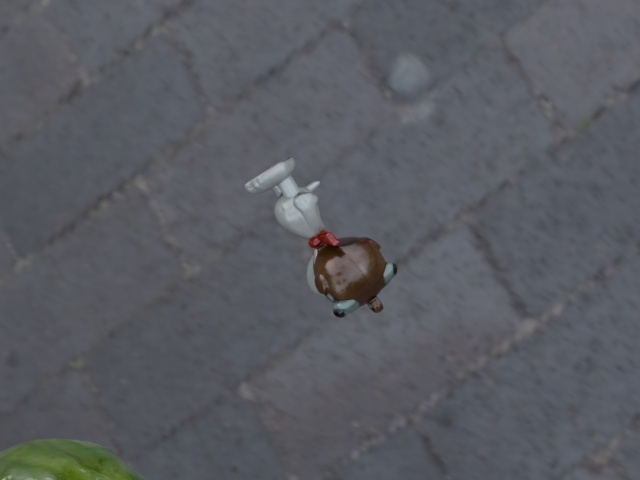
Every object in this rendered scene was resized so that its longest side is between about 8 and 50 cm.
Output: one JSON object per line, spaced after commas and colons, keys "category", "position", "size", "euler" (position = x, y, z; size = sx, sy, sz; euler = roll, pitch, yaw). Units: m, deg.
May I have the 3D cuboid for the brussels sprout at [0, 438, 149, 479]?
{"category": "brussels sprout", "position": [-0.132, 0.175, 1.040], "size": [0.155, 0.155, 0.117], "euler": [31, 75, 35]}

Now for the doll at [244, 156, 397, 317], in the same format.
{"category": "doll", "position": [0.001, -0.002, 0.945], "size": [0.040, 0.085, 0.058], "euler": [-35, 23, -20]}
